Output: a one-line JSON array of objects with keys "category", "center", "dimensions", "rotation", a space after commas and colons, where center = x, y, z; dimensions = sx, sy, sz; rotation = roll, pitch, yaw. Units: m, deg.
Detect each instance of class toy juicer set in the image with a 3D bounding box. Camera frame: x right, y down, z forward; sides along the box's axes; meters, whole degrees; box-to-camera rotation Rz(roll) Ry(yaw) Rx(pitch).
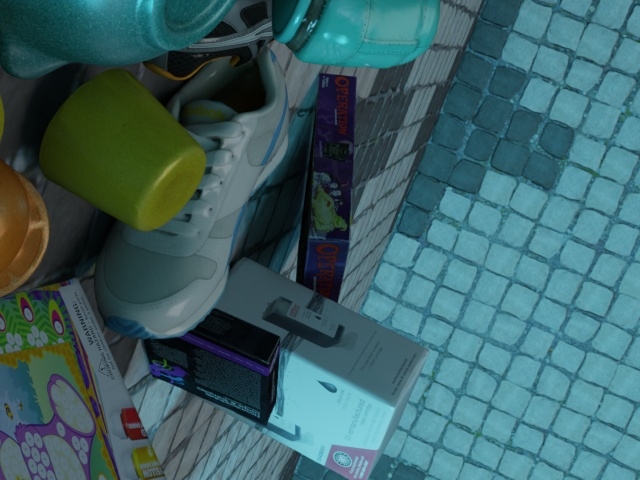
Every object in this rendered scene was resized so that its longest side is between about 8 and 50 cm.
[{"category": "toy juicer set", "center": [-0.096, -0.114, 0.376], "dimensions": [0.209, 0.089, 0.329], "rotation": [-36, 159, -49]}]

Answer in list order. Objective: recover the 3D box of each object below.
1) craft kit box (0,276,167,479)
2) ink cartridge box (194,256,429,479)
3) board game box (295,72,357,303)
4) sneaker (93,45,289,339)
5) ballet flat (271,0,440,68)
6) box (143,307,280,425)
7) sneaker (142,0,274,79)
[{"category": "craft kit box", "center": [-0.126, 0.148, 0.428], "dimensions": [0.061, 0.250, 0.246], "rotation": [-24, 180, 14]}, {"category": "ink cartridge box", "center": [-0.018, 0.135, 1.039], "dimensions": [0.092, 0.218, 0.158], "rotation": [-52, 164, -41]}, {"category": "board game box", "center": [0.000, 0.000, 1.147], "dimensions": [0.347, 0.056, 0.208], "rotation": [99, -9, -60]}, {"category": "sneaker", "center": [-0.085, -0.038, 0.652], "dimensions": [0.092, 0.087, 0.229], "rotation": [91, 16, -51]}, {"category": "ballet flat", "center": [0.013, -0.175, 0.513], "dimensions": [0.083, 0.087, 0.247], "rotation": [-53, -146, 44]}, {"category": "box", "center": [-0.091, 0.098, 0.835], "dimensions": [0.162, 0.116, 0.029], "rotation": [99, 15, -61]}, {"category": "sneaker", "center": [-0.046, -0.148, 0.602], "dimensions": [0.215, 0.084, 0.083], "rotation": [-28, 144, -62]}]
